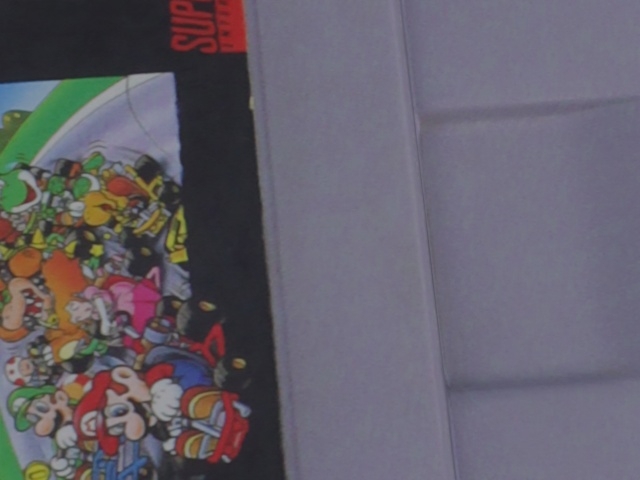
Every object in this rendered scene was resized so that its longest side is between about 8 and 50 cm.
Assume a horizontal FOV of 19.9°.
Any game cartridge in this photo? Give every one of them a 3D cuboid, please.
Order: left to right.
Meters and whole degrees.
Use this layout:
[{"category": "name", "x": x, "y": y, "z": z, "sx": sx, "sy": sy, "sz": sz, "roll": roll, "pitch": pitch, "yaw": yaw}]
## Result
[{"category": "game cartridge", "x": 0.000, "y": 0.009, "z": 0.427, "sx": 0.230, "sy": 0.355, "sz": 0.068, "roll": -3, "pitch": 163, "yaw": -8}]
